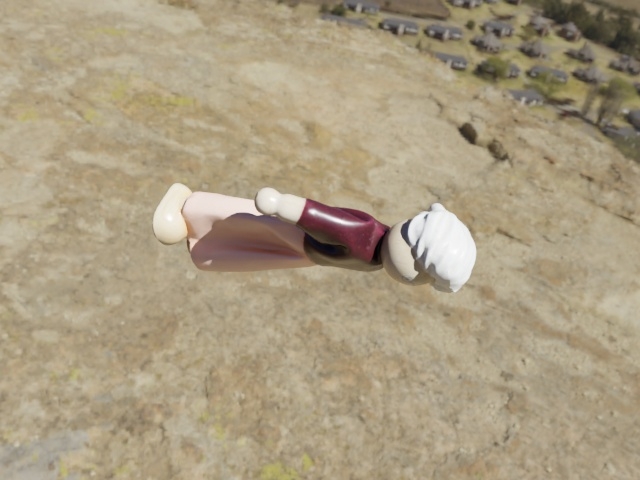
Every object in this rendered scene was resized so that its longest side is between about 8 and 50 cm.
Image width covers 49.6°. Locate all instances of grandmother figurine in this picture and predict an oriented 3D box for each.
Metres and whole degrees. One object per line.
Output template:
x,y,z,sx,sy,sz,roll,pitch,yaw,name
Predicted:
0.000,0.000,0.760,0.343,0.103,0.208,7,-3,26,grandmother figurine
